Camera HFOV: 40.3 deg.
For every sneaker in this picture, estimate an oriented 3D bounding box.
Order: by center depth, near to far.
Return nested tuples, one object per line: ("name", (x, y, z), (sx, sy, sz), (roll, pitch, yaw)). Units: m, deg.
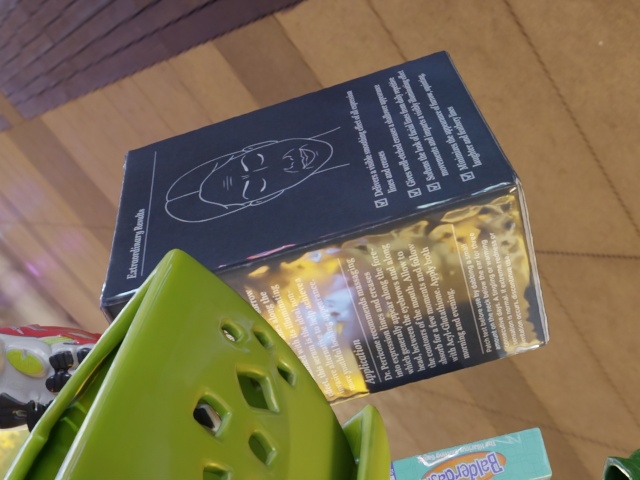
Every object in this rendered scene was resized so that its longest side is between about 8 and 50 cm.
("sneaker", (-0.184, 0.115, 0.739), (0.278, 0.118, 0.107), (12, 106, 27))

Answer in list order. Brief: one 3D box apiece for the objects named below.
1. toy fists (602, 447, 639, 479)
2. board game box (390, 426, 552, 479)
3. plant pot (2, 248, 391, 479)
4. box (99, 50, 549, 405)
("toy fists", (0.401, 0.276, 0.865), (0.279, 0.142, 0.096), (-126, 33, -76))
("board game box", (0.150, 0.239, 0.887), (0.210, 0.160, 0.047), (51, -155, -67))
("plant pot", (-0.087, 0.185, 0.535), (0.207, 0.227, 0.228), (34, 121, -14))
("box", (0.000, 0.000, 0.934), (0.294, 0.395, 0.212), (-99, -9, -55))
